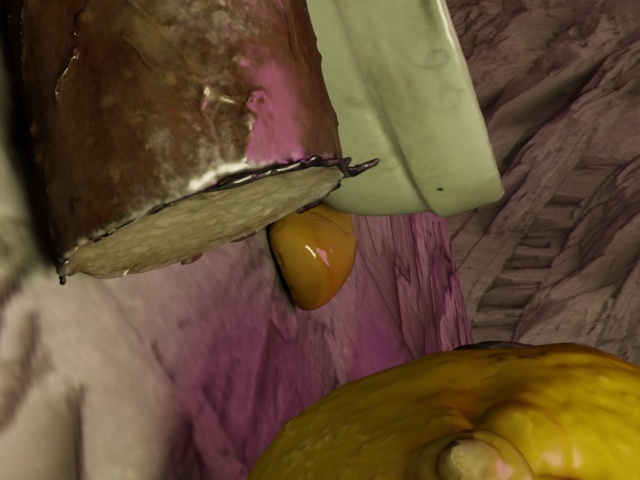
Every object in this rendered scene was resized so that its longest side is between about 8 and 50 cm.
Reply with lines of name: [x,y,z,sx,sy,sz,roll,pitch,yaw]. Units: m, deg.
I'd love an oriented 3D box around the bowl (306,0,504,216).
bowl: [0.013,-0.151,0.737,0.307,0.163,0.307,-20,90,-78]

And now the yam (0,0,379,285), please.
yam: [-0.071,-0.126,0.418,0.131,0.131,0.280,37,39,-73]

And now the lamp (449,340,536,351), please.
lamp: [0.149,0.206,0.846,0.265,0.233,0.233,84,-4,-68]

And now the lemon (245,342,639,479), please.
lemon: [0.078,0.175,0.421,0.268,0.268,0.322,-89,159,-56]

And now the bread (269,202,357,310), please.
bread: [0.000,0.000,0.782,0.115,0.056,0.082,-70,143,-72]
